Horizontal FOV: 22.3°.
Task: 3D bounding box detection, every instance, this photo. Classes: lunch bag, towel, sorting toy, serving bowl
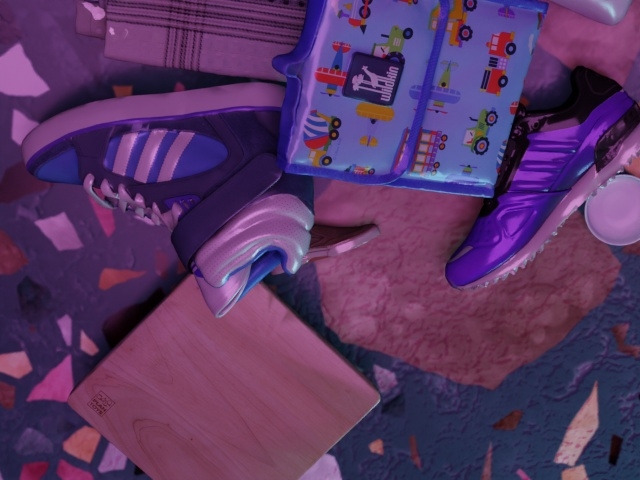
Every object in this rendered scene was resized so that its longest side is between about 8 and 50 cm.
[{"bbox_3d":[0.067,-0.175,1.693,0.293,0.138,0.221,2,109,-40],"label":"lunch bag"},{"bbox_3d":[-0.116,-0.324,1.701,0.324,0.056,0.312,12,118,13],"label":"towel"},{"bbox_3d":[-0.109,0.169,1.881,0.257,0.089,0.255,43,100,-10],"label":"sorting toy"},{"bbox_3d":[0.341,-0.038,1.860,0.083,0.027,0.083,0,104,0],"label":"serving bowl"}]

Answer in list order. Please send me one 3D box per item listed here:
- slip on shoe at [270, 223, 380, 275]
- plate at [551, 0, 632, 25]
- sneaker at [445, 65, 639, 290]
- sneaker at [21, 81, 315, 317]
[{"bbox_3d":[0.000,0.000,1.860,0.135,0.051,0.041,-19,93,11],"label":"slip on shoe"},{"bbox_3d":[0.261,-0.395,1.713,0.278,0.045,0.277,18,100,-20],"label":"plate"},{"bbox_3d":[0.225,-0.078,1.818,0.293,0.102,0.146,-44,97,6],"label":"sneaker"},{"bbox_3d":[-0.164,-0.029,1.748,0.323,0.130,0.236,-9,74,11],"label":"sneaker"}]
